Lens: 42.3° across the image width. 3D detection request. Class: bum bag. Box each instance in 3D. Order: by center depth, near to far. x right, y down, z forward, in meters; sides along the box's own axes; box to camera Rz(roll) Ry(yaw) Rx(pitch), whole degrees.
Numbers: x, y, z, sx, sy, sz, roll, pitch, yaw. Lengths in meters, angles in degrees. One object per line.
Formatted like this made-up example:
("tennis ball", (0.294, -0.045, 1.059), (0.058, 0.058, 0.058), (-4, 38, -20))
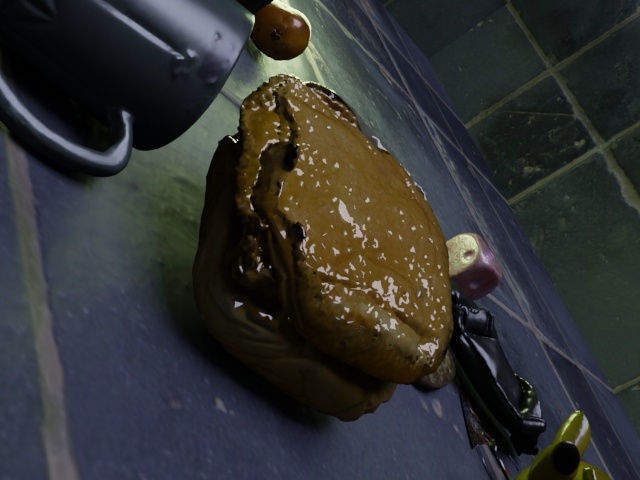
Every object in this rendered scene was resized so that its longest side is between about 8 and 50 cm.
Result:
("bum bag", (0.249, 0.179, 1.231), (0.326, 0.080, 0.142), (58, -3, 1))

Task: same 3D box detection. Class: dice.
("dice", (0.273, 0.049, 1.521), (0.093, 0.094, 0.091), (44, 21, -39))

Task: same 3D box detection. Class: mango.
("mango", (-0.074, -0.333, 1.303), (0.105, 0.084, 0.159), (32, 6, -21))

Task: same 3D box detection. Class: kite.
("kite", (0.240, 0.277, 1.190), (0.183, 0.010, 0.160), (18, 42, -63))

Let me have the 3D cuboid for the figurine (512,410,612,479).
("figurine", (0.312, 0.372, 0.961), (0.218, 0.169, 0.326), (29, 33, -64))

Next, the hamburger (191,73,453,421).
("hamburger", (0.000, 0.000, 0.762), (0.318, 0.158, 0.318), (43, 33, -36))

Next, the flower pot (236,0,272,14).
("flower pot", (-0.135, -0.356, 0.931), (0.195, 0.246, 0.246), (57, 18, 1))

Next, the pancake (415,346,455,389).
("pancake", (0.113, 0.092, 1.138), (0.250, 0.031, 0.250), (49, 20, -25))

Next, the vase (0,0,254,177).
("vase", (-0.207, -0.189, 0.646), (0.301, 0.156, 0.251), (33, 55, -40))
